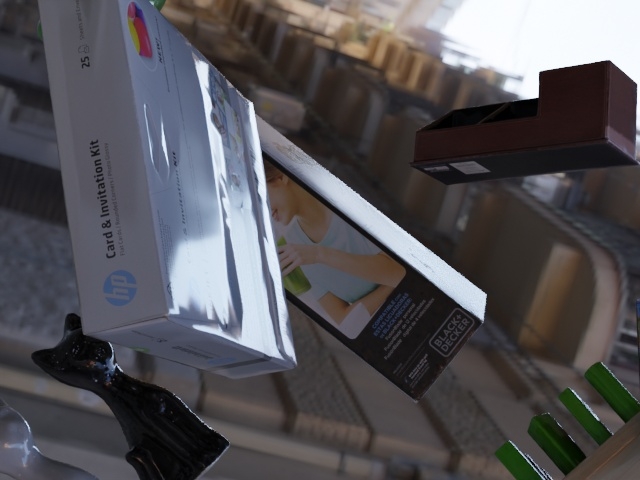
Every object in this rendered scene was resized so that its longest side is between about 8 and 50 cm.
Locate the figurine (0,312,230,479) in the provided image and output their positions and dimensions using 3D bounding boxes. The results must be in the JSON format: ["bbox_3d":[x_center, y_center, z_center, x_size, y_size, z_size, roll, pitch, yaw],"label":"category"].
[{"bbox_3d":[-0.227,0.195,1.207,0.092,0.209,0.215,-45,-179,43],"label":"figurine"}]

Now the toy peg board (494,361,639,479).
[{"bbox_3d":[0.245,0.191,1.143,0.161,0.160,0.079,-42,-120,5],"label":"toy peg board"}]

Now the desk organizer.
[{"bbox_3d":[0.121,-0.068,0.752,0.130,0.047,0.050,-5,-106,36],"label":"desk organizer"}]

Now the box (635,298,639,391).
[{"bbox_3d":[0.441,0.122,0.954,0.279,0.289,0.177,179,-92,-72],"label":"box"}]

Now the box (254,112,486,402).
[{"bbox_3d":[0.000,0.000,1.063,0.087,0.290,0.169,-52,177,9],"label":"box"}]

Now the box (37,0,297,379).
[{"bbox_3d":[-0.061,-0.019,0.560,0.186,0.038,0.145,41,37,-73],"label":"box"}]

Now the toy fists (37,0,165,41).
[{"bbox_3d":[-0.160,-0.271,1.048,0.279,0.096,0.142,-61,-177,26],"label":"toy fists"}]
